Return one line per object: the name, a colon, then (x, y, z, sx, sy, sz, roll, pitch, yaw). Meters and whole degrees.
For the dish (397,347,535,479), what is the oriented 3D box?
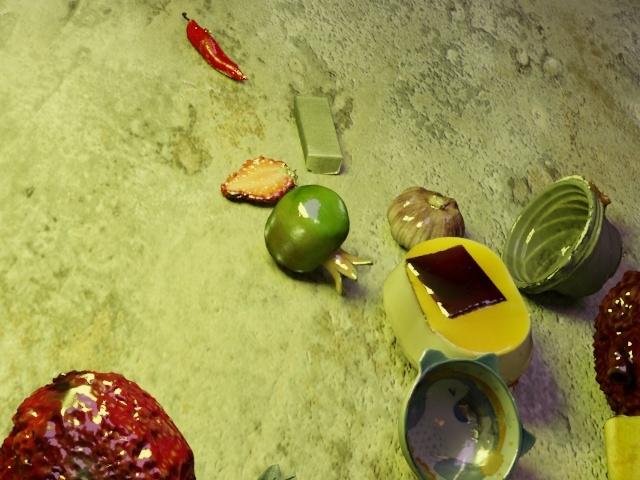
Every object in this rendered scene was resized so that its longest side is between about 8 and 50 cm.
dish: (0.201, 0.280, 1.699, 0.228, 0.086, 0.236, 1, 79, -26)

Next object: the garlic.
garlic: (0.195, -0.039, 2.098, 0.147, 0.102, 0.159, 16, 37, -2)

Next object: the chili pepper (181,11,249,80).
chili pepper: (-0.234, -0.408, 2.419, 0.050, 0.059, 0.268, -37, 59, -3)

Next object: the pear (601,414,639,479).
pear: (0.541, 0.370, 1.699, 0.267, 0.267, 0.178, 15, 70, -5)

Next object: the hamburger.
hamburger: (0.224, 0.129, 1.873, 0.227, 0.151, 0.295, -2, 46, -15)

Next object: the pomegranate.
pomegranate: (0.000, 0.000, 1.938, 0.191, 0.152, 0.131, 41, 43, 6)

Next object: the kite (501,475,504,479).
kite: (0.251, 0.400, 1.638, 0.090, 0.004, 0.122, 43, 60, -7)

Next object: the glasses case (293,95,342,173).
glasses case: (-0.007, -0.211, 2.269, 0.071, 0.047, 0.205, 3, 41, -13)

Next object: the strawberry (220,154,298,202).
strawberry: (-0.111, -0.104, 2.099, 0.152, 0.048, 0.104, -15, 54, -17)

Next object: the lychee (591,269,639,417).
lychee: (0.585, 0.179, 1.840, 0.330, 0.306, 0.306, -4, 43, -27)

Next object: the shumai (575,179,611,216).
shumai: (0.501, -0.061, 2.239, 0.146, 0.116, 0.145, 10, 40, -9)

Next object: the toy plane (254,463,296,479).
toy plane: (-0.079, 0.355, 1.498, 0.212, 0.088, 0.267, 65, 24, -10)

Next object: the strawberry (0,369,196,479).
strawberry: (-0.297, 0.279, 1.389, 0.274, 0.220, 0.274, -16, 38, 13)

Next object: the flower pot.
flower pot: (0.453, 0.013, 2.076, 0.141, 0.235, 0.235, 29, 34, -21)
